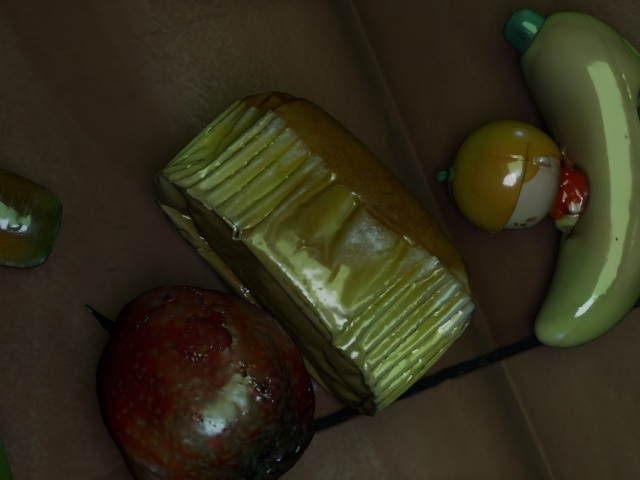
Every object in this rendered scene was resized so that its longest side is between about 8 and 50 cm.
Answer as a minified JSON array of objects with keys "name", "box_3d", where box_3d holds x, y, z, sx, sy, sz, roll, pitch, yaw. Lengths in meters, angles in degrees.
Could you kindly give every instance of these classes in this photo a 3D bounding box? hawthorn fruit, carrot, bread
[{"name":"hawthorn fruit","box_3d":[-0.115,0.112,1.287,0.181,0.181,0.235,-40,66,-21]},{"name":"carrot","box_3d":[-0.319,-0.028,1.318,0.193,0.087,0.087,13,72,-9]},{"name":"bread","box_3d":[0.000,0.000,1.329,0.288,0.204,0.156,44,74,5]}]

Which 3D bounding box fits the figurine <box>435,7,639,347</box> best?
[{"name":"figurine","box_3d":[0.227,-0.061,1.449,0.222,0.124,0.324,11,76,-11]}]

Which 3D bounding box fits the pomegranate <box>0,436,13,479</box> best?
[{"name":"pomegranate","box_3d":[-0.370,0.203,1.163,0.277,0.204,0.222,-25,53,-34]}]
